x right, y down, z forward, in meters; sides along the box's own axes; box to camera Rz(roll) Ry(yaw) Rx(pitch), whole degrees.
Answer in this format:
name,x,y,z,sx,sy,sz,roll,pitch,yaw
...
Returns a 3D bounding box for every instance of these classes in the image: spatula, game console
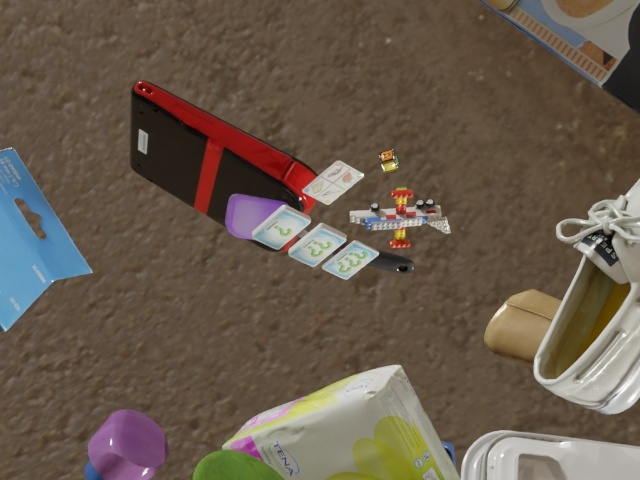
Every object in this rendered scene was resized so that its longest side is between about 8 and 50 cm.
name,x,y,z,sx,sy,sz,roll,pitch,yaw
spatula,0.000,0.000,1.651,0.296,0.084,0.030,19,38,4
game console,-0.173,-0.118,1.881,0.342,0.386,0.060,32,71,0

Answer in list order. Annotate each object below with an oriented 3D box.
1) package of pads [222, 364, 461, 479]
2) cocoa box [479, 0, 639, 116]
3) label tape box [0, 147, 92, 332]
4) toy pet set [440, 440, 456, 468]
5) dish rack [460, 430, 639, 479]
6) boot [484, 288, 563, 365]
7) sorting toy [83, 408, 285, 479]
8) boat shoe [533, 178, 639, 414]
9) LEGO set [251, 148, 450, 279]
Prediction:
name,x,y,z,sx,sy,sz,roll,pitch,yaw
package of pads,0.031,0.307,1.460,0.101,0.296,0.229,-34,97,-54
cocoa box,0.262,-0.257,0.597,0.228,0.347,0.231,37,40,7
label tape box,-0.532,0.020,1.540,0.106,0.333,0.241,-77,151,-47
toy pet set,0.131,0.318,1.588,0.122,0.114,0.065,58,38,-16
dish rack,0.273,0.340,1.045,0.285,0.072,0.333,7,59,1
boot,0.415,0.117,1.761,0.236,0.269,0.089,-45,115,-13
sorting toy,-0.076,0.296,1.038,0.365,0.126,0.127,32,28,-15
boat shoe,0.336,0.012,1.211,0.156,0.367,0.136,19,15,-27
LEGO set,0.050,-0.024,1.491,0.182,0.244,0.060,27,41,-32
